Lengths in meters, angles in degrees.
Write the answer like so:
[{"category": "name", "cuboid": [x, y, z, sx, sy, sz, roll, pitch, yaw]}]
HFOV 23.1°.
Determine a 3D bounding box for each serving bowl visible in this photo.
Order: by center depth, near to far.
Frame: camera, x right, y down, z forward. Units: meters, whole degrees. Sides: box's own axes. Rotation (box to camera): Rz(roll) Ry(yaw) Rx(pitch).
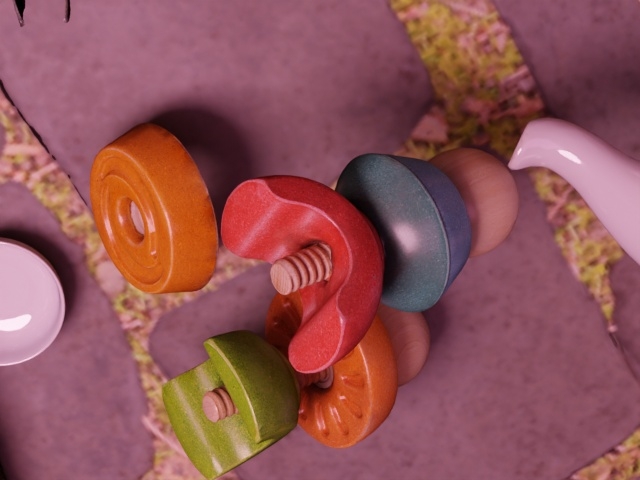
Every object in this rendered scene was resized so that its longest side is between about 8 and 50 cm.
[{"category": "serving bowl", "cuboid": [-0.195, 0.033, 0.949, 0.083, 0.027, 0.083, -1, 114, -2]}]

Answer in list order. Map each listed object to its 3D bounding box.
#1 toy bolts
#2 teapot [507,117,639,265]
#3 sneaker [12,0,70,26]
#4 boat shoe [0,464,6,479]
[{"category": "toy bolts", "cuboid": [0.000, 0.000, 0.881, 0.158, 0.228, 0.218, -21, 80, -33]}, {"category": "teapot", "cuboid": [0.279, -0.063, 0.842, 0.252, 0.256, 0.187, -37, 73, 35]}, {"category": "sneaker", "cuboid": [-0.151, -0.203, 0.814, 0.051, 0.089, 0.170, -4, 114, -1]}, {"category": "boat shoe", "cuboid": [-0.256, 0.107, 0.951, 0.073, 0.080, 0.223, -19, 118, 0]}]
